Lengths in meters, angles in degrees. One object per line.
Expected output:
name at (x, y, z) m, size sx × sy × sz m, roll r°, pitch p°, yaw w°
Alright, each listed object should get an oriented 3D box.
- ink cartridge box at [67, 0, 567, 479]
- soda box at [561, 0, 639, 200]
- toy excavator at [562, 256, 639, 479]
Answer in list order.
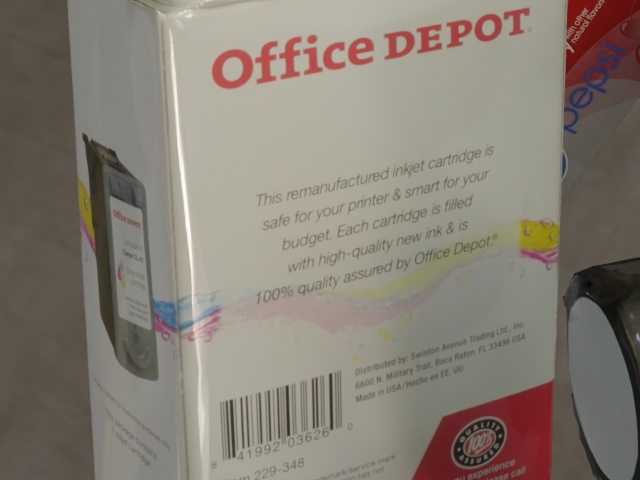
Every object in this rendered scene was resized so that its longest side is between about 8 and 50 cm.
ink cartridge box at (0.000, 0.000, 1.009) m, size 0.131 × 0.226 × 0.306 m, roll 30°, pitch 127°, yaw 55°
soda box at (0.156, -0.106, 1.350) m, size 0.263 × 0.083 × 0.092 m, roll -56°, pitch 18°, yaw 34°
toy excavator at (0.262, 0.250, 0.753) m, size 0.445 × 0.222 × 0.433 m, roll -116°, pitch 20°, yaw -59°
